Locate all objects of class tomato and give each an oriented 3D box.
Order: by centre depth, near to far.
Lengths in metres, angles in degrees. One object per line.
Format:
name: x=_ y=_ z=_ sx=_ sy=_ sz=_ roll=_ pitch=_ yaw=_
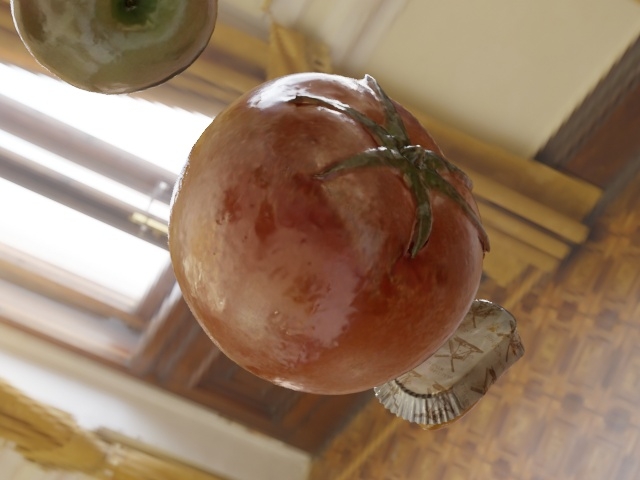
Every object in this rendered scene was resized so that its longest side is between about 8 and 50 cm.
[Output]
tomato: x=0.000 y=0.000 z=1.045 sx=0.265 sy=0.265 sz=0.265 roll=-57 pitch=17 yaw=28

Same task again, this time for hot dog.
hot dog: x=0.140 y=0.129 z=1.324 sx=0.191 sy=0.108 sz=0.059 roll=-36 pitch=-36 yaw=-38

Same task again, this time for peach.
peach: x=-0.082 y=-0.097 z=0.500 sx=0.083 sy=0.083 sz=0.083 roll=-57 pitch=17 yaw=28
